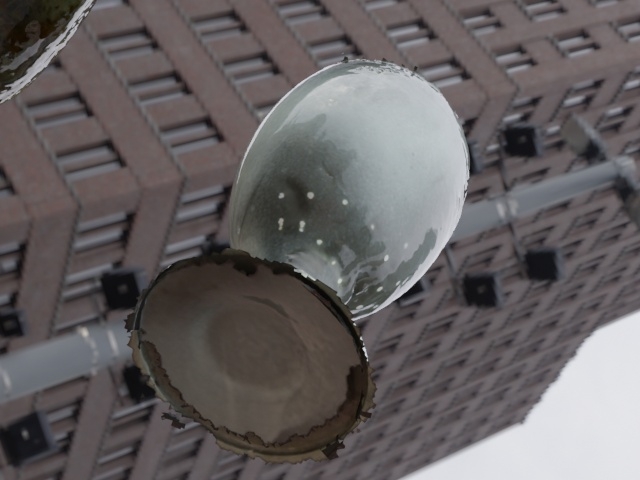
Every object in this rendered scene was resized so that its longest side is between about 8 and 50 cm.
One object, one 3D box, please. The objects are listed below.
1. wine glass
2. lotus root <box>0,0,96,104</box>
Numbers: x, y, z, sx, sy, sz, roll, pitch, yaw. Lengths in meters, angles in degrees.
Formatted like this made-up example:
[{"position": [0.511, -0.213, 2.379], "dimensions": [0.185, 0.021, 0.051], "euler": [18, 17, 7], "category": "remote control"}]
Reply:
[{"position": [0.002, -0.002, 0.959], "dimensions": [0.190, 0.357, 0.191], "euler": [8, -59, 14], "category": "wine glass"}, {"position": [-0.247, -0.228, 0.973], "dimensions": [0.275, 0.160, 0.152], "euler": [-56, -156, 6], "category": "lotus root"}]
